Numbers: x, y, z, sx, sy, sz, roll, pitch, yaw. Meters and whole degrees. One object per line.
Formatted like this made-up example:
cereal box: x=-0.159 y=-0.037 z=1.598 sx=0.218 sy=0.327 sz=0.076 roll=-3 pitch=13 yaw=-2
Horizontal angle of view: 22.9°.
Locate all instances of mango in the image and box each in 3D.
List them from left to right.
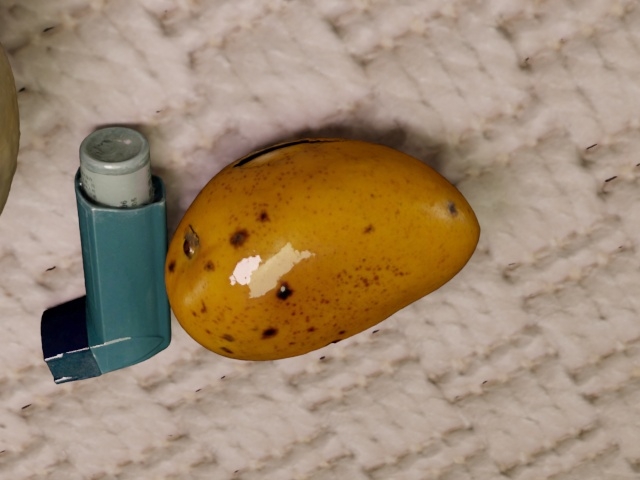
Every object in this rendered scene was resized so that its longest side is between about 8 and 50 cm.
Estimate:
mango: x=0.000 y=0.000 z=1.428 sx=0.290 sy=0.160 sz=0.191 roll=-13 pitch=121 yaw=-4

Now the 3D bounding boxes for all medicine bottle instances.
medicine bottle: x=-0.198 y=0.018 z=1.455 sx=0.124 sy=0.079 sz=0.258 roll=-1 pitch=129 yaw=-8

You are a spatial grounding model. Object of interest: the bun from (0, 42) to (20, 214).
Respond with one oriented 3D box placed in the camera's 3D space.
bun: x=-0.410 y=-0.113 z=1.235 sx=0.364 sy=0.202 sz=0.364 roll=0 pitch=128 yaw=0
